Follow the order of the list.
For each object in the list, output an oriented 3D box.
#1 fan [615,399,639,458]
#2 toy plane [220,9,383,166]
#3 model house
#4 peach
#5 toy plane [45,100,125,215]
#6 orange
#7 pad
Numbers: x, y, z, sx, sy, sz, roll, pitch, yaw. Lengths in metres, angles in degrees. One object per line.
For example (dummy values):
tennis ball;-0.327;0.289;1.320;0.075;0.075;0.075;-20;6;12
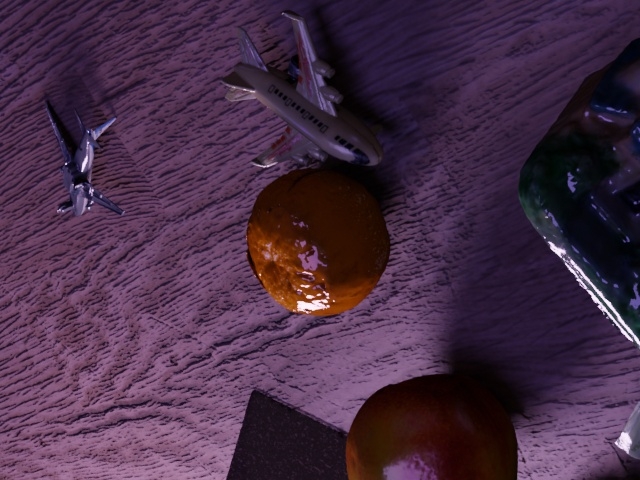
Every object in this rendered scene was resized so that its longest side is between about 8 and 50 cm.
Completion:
fan;0.443;0.215;1.613;0.131;0.009;0.240;44;137;2
toy plane;-0.018;-0.164;1.662;0.244;0.092;0.229;31;132;18
model house;0.399;-0.055;1.280;0.312;0.245;0.280;49;145;-9
peach;0.146;0.284;1.756;0.231;0.231;0.231;21;131;27
toy plane;-0.355;-0.102;2.009;0.226;0.058;0.226;53;140;20
orange;0.000;0.000;1.716;0.193;0.161;0.193;27;132;33
pad;0.001;0.387;2.033;0.330;0.004;0.220;24;106;25
